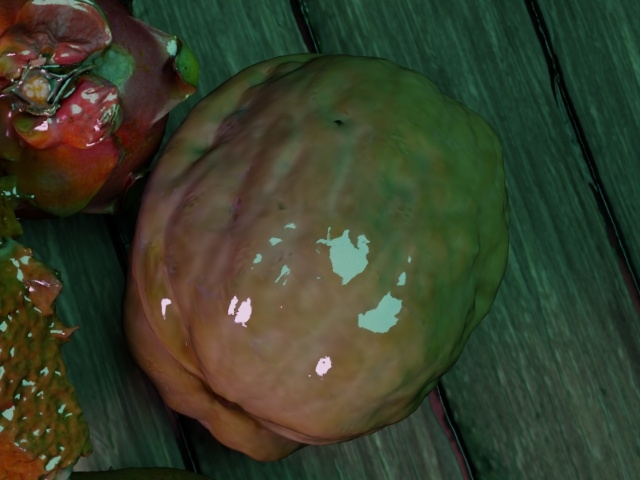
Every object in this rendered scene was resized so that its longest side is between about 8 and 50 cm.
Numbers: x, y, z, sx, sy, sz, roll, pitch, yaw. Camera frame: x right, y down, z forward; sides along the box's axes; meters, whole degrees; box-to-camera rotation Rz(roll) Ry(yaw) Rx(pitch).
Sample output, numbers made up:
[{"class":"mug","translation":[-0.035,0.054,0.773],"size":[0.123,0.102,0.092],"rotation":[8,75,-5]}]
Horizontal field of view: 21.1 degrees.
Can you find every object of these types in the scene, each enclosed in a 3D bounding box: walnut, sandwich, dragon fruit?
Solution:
[{"class":"walnut","translation":[0.003,0.002,1.383],"size":[0.306,0.306,0.344],"rotation":[32,63,-13]},{"class":"sandwich","translation":[-0.286,0.079,1.254],"size":[0.250,0.162,0.301],"rotation":[-38,101,12]},{"class":"dragon fruit","translation":[-0.221,-0.117,1.368],"size":[0.224,0.227,0.224],"rotation":[10,63,-19]}]

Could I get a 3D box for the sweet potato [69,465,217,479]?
[{"class":"sweet potato","translation":[-0.122,0.224,1.391],"size":[0.243,0.077,0.077],"rotation":[10,70,-33]}]
